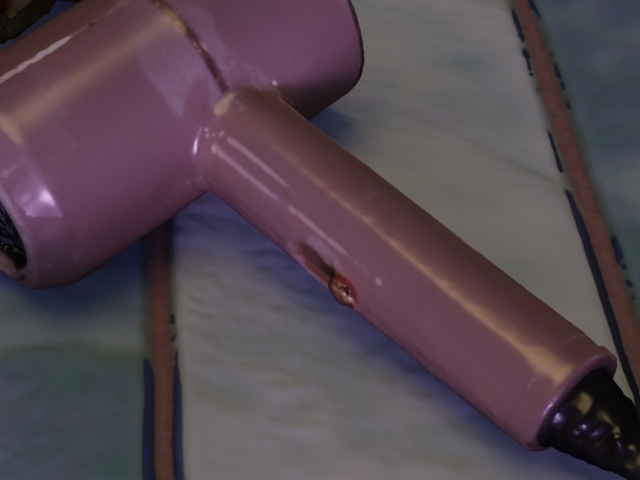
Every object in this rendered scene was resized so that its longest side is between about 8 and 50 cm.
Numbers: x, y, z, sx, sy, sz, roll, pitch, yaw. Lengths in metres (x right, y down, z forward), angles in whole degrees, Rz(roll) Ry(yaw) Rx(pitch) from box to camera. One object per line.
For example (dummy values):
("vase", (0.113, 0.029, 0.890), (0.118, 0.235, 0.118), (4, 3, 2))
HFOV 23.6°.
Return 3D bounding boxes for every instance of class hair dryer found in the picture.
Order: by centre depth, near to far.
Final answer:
("hair dryer", (0.000, 0.000, 0.635), (0.189, 0.107, 0.344), (-36, 56, -24))

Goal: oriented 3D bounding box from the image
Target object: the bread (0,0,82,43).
("bread", (-0.107, -0.189, 0.846), (0.139, 0.095, 0.269), (13, 62, 4))
